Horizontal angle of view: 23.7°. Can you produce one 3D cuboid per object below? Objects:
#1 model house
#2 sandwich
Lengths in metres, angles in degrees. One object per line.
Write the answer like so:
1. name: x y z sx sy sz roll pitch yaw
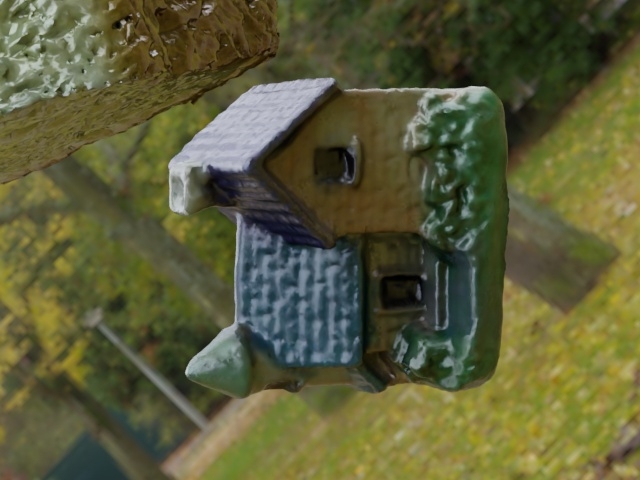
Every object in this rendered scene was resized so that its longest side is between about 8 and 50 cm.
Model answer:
1. model house: 0.000 0.000 1.469 0.280 0.312 0.245 -1 7 -26
2. sandwich: -0.197 -0.114 0.935 0.262 0.131 0.325 -21 3 21
